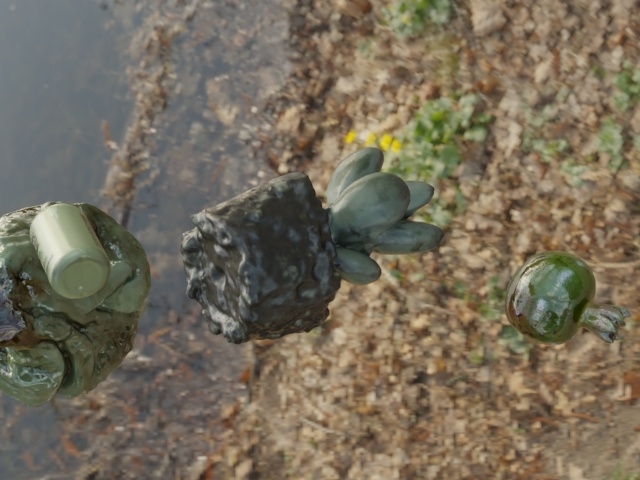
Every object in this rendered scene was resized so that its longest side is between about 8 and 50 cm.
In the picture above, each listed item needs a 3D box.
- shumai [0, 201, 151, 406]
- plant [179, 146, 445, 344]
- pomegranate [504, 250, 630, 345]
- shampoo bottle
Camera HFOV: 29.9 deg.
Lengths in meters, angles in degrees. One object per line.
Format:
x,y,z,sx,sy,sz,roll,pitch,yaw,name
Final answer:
-0.408,0.079,1.776,0.304,0.263,0.309,-27,84,-4,shumai
0.000,0.002,1.185,0.149,0.274,0.146,-32,84,53,plant
0.282,0.075,1.379,0.142,0.114,0.114,27,98,25,pomegranate
-0.332,0.001,1.556,0.079,0.079,0.162,-54,43,16,shampoo bottle
